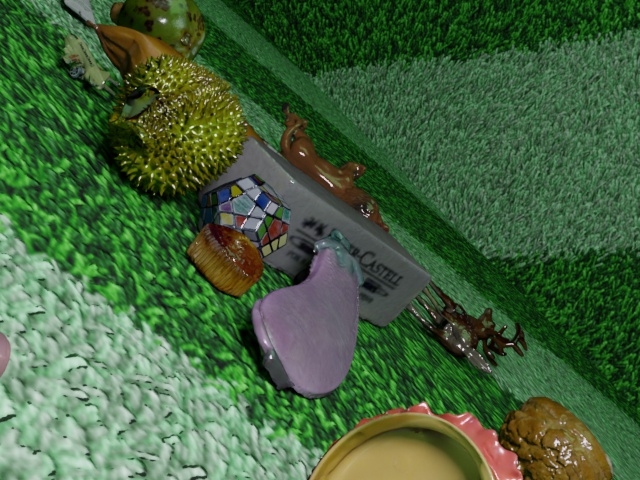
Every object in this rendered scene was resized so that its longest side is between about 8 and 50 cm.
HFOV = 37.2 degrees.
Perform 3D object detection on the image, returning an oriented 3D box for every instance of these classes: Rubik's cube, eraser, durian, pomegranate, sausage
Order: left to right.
[{"bbox_3d":[-0.280,-0.339,1.556,0.169,0.122,0.143,11,-29,15],"label":"pomegranate"},{"bbox_3d":[-0.166,-0.124,1.091,0.159,0.146,0.198,31,33,-19],"label":"durian"},{"bbox_3d":[-0.181,-0.175,1.262,0.328,0.112,0.112,48,11,-5],"label":"sausage"},{"bbox_3d":[-0.088,-0.025,1.104,0.111,0.093,0.111,40,13,-12],"label":"Rubik's cube"},{"bbox_3d":[0.000,0.000,1.263,0.352,0.111,0.077,33,17,-40],"label":"eraser"}]

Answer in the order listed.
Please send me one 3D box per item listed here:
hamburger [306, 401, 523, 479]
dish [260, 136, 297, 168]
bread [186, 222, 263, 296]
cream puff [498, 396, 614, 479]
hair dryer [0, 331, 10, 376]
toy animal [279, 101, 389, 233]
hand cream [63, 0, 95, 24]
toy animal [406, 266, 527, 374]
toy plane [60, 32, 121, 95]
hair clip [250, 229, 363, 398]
[{"bbox_3d":[0.072,0.210,0.663,0.175,0.175,0.137,52,1,37],"label":"hamburger"},{"bbox_3d":[-0.085,-0.089,1.415,0.190,0.066,0.191,39,14,-11],"label":"dish"},{"bbox_3d":[-0.098,0.016,1.020,0.085,0.053,0.085,40,12,-10],"label":"bread"},{"bbox_3d":[0.282,0.275,1.183,0.150,0.115,0.165,59,-6,10],"label":"cream puff"},{"bbox_3d":[-0.230,0.040,0.567,0.063,0.037,0.114,34,7,-42],"label":"hair dryer"},{"bbox_3d":[0.012,-0.120,1.788,0.312,0.097,0.157,41,18,-1],"label":"toy animal"},{"bbox_3d":[-0.408,-0.409,1.571,0.067,0.042,0.194,43,14,-40],"label":"hand cream"},{"bbox_3d":[0.246,0.156,1.653,0.260,0.087,0.243,43,25,-7],"label":"toy animal"},{"bbox_3d":[-0.308,-0.229,1.240,0.111,0.040,0.102,47,8,26],"label":"toy plane"},{"bbox_3d":[-0.007,0.083,1.057,0.095,0.110,0.359,3,16,5],"label":"hair clip"}]
